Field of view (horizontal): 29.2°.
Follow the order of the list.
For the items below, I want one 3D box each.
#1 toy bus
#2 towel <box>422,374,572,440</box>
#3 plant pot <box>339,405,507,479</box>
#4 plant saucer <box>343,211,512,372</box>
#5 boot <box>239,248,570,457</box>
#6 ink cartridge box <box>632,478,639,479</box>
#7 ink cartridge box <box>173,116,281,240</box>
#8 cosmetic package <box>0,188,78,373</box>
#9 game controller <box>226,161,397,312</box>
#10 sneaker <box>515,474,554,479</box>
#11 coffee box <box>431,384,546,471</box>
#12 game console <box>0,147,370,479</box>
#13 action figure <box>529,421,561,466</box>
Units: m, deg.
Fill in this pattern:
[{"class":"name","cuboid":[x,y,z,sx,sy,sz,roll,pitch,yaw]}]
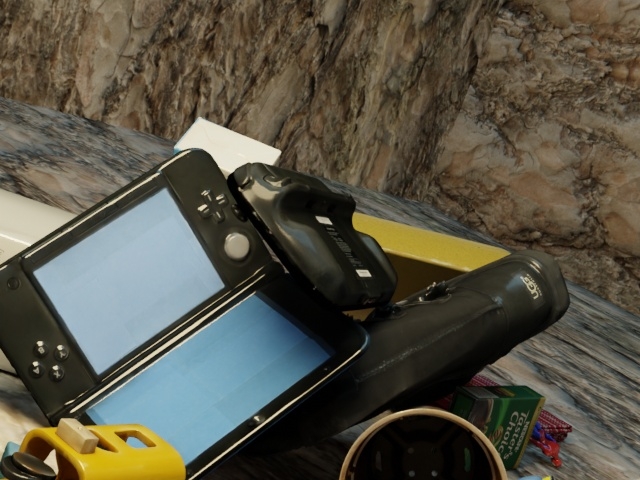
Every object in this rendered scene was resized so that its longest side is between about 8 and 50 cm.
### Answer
[{"class":"toy bus","cuboid":[-0.208,0.200,1.005,0.191,0.104,0.202,19,10,-8]},{"class":"towel","cuboid":[0.235,0.249,1.846,0.199,0.031,0.275,29,12,38]},{"class":"plant pot","cuboid":[0.108,0.245,1.283,0.167,0.167,0.165,22,3,5]},{"class":"plant saucer","cuboid":[0.125,0.070,1.796,0.332,0.081,0.333,15,-29,-5]},{"class":"boot","cuboid":[0.054,0.168,1.502,0.445,0.367,0.146,-24,76,-45]},{"class":"ink cartridge box","cuboid":[0.410,0.287,1.077,0.395,0.151,0.270,-19,3,13]},{"class":"ink cartridge box","cuboid":[-0.113,-0.041,1.397,0.104,0.181,0.061,24,50,9]},{"class":"cosmetic package","cuboid":[-0.329,0.051,1.408,0.385,0.156,0.217,21,10,-7]},{"class":"game controller","cuboid":[0.000,0.000,1.267,0.166,0.067,0.319,62,13,9]},{"class":"sneaker","cuboid":[0.226,0.329,1.362,0.082,0.069,0.209,-10,15,12]},{"class":"coffee box","cuboid":[0.219,0.246,1.600,0.040,0.113,0.184,27,10,36]},{"class":"game console","cuboid":[-0.146,0.074,1.208,0.250,0.293,0.173,60,-23,-13]},{"class":"action figure","cuboid":[0.308,0.274,1.754,0.115,0.030,0.038,54,34,13]}]
